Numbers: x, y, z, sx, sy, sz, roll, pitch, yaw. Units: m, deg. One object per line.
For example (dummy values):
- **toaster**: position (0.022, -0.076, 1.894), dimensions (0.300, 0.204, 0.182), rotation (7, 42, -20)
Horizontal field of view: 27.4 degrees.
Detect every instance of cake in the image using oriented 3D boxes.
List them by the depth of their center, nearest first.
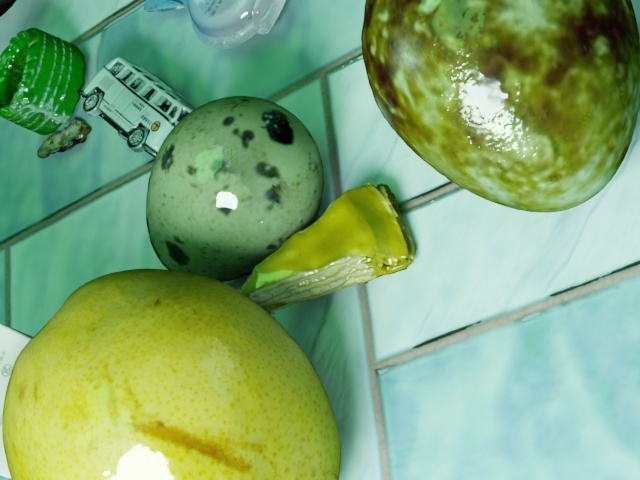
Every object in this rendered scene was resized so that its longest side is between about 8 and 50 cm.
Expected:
- **cake**: position (-0.002, -0.001, 1.326), dimensions (0.185, 0.080, 0.116), rotation (-17, 61, 24)

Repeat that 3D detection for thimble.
- **thimble**: position (-0.370, -0.206, 1.723), dimensions (0.118, 0.090, 0.130), rotation (-38, 45, 30)

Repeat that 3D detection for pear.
- **pear**: position (-0.143, 0.182, 1.242), dimensions (0.314, 0.314, 0.314), rotation (-16, 64, 36)

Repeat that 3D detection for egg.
- **egg**: position (0.161, -0.159, 1.152), dimensions (0.238, 0.238, 0.289), rotation (-29, 68, 30)
- **egg**: position (-0.096, -0.046, 1.377), dimensions (0.228, 0.177, 0.177), rotation (-53, 46, 35)

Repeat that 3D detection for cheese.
- **cheese**: position (-0.123, -0.302, 1.577), dimensions (0.245, 0.052, 0.135), rotation (29, 91, 44)

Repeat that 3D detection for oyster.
- **oyster**: position (-0.333, -0.130, 1.717), dimensions (0.083, 0.019, 0.054), rotation (-27, 37, 21)

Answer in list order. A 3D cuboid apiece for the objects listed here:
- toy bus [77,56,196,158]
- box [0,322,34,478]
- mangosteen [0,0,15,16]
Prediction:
- **toy bus**: position (-0.204, -0.149, 1.570), dimensions (0.089, 0.087, 0.194), rotation (-52, 46, 1)
- **box**: position (-0.350, 0.162, 1.406), dimensions (0.225, 0.341, 0.143), rotation (16, 77, 43)
- **mangosteen**: position (-0.552, -0.441, 1.827), dimensions (0.330, 0.330, 0.330), rotation (-16, 64, 36)
